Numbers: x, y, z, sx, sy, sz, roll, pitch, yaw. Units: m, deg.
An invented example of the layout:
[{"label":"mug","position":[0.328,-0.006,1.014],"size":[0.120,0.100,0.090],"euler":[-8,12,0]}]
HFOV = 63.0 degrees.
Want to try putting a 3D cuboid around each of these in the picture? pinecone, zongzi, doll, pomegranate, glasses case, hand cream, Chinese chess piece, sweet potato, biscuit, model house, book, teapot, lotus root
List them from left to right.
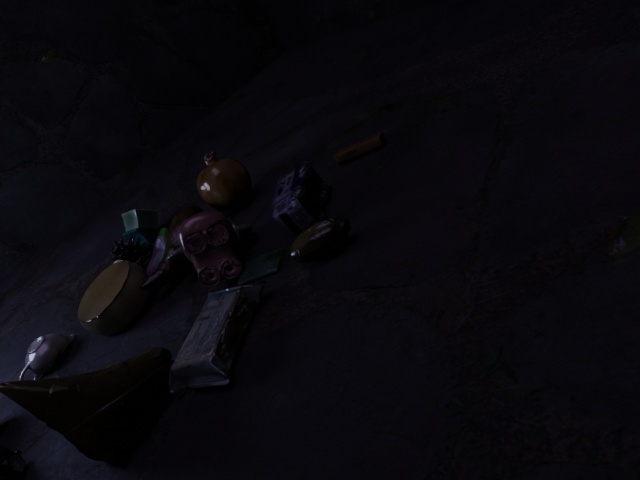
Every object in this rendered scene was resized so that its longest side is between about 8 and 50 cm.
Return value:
[{"label":"teapot","position":[-0.920,0.381,1.737],"size":[0.145,0.092,0.226],"euler":[-12,39,38]},{"label":"zongzi","position":[-0.504,0.307,1.178],"size":[0.145,0.300,0.273],"euler":[-31,21,53]},{"label":"Chinese chess piece","position":[-0.675,0.186,1.713],"size":[0.257,0.104,0.257],"euler":[-27,39,24]},{"label":"pinecone","position":[-0.678,0.056,1.893],"size":[0.163,0.165,0.162],"euler":[-25,36,20]},{"label":"model house","position":[-0.747,-0.049,2.184],"size":[0.101,0.148,0.127],"euler":[-16,-11,35]},{"label":"hand cream","position":[-0.573,0.083,1.816],"size":[0.079,0.050,0.275],"euler":[-41,34,54]},{"label":"sweet potato","position":[-0.482,0.020,1.790],"size":[0.131,0.130,0.422],"euler":[-19,37,28]},{"label":"doll","position":[-0.334,0.024,1.594],"size":[0.284,0.216,0.268],"euler":[-21,1,-8]},{"label":"biscuit","position":[-0.246,0.221,1.261],"size":[0.186,0.079,0.309],"euler":[-18,32,26]},{"label":"pomegranate","position":[-0.356,-0.207,1.933],"size":[0.207,0.207,0.207],"euler":[-26,29,16]},{"label":"book","position":[-0.165,0.071,1.472],"size":[0.135,0.017,0.103],"euler":[-21,31,23]},{"label":"lotus root","position":[0.000,0.000,1.337],"size":[0.179,0.080,0.089],"euler":[-31,41,15]},{"label":"glasses case","position":[0.130,-0.299,1.709],"size":[0.170,0.041,0.064],"euler":[-20,20,27]}]

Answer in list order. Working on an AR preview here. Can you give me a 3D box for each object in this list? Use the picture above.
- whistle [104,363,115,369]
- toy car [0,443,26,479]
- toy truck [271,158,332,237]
[{"label":"whistle","position":[-0.556,0.392,1.322],"size":[0.105,0.085,0.227],"euler":[-36,26,10]},{"label":"toy car","position":[-0.835,0.590,1.236],"size":[0.172,0.158,0.235],"euler":[-36,27,-1]},{"label":"toy truck","position":[-0.067,-0.117,1.552],"size":[0.155,0.124,0.268],"euler":[-31,25,23]}]
